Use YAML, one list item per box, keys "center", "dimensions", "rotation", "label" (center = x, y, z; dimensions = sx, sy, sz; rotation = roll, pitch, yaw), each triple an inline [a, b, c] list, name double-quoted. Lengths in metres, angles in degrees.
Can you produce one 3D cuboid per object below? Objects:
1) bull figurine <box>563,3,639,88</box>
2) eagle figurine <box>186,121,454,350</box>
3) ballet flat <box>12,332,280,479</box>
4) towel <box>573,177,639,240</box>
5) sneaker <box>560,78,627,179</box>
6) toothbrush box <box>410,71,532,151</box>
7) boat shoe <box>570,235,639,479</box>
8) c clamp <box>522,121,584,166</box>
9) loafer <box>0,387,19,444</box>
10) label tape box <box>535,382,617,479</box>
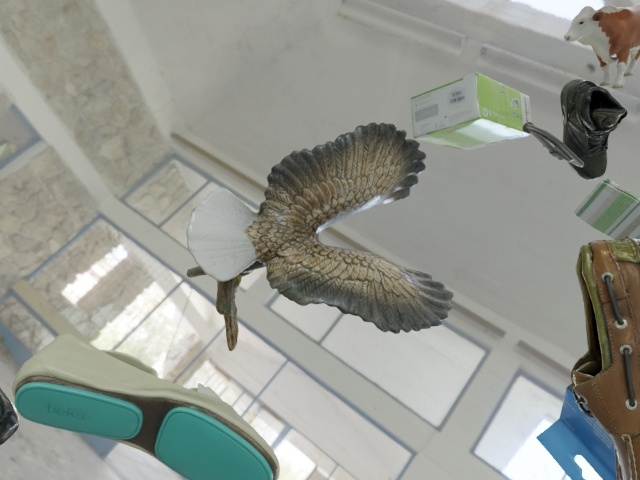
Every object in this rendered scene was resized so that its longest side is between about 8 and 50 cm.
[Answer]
- center: [0.705, -0.465, 1.175]
  dimensions: [0.101, 0.310, 0.188]
  rotation: [31, -42, 61]
  label: "bull figurine"
- center: [0.002, -0.005, 0.629]
  dimensions: [0.298, 0.225, 0.226]
  rotation: [-8, -54, 13]
  label: "eagle figurine"
- center: [-0.148, 0.156, 0.471]
  dimensions: [0.248, 0.086, 0.086]
  rotation: [27, -20, -10]
  label: "ballet flat"
- center: [0.599, -0.049, 1.000]
  dimensions: [0.152, 0.023, 0.113]
  rotation: [35, -32, 15]
  label: "towel"
- center: [0.579, -0.223, 1.069]
  dimensions: [0.130, 0.087, 0.227]
  rotation: [-98, 170, -67]
  label: "sneaker"
- center: [0.415, -0.338, 1.381]
  dimensions: [0.283, 0.122, 0.206]
  rotation: [3, -7, -42]
  label: "toothbrush box"
- center: [0.314, 0.150, 0.526]
  dimensions: [0.104, 0.307, 0.111]
  rotation: [1, -2, 14]
  label: "boat shoe"
- center: [0.449, -0.188, 0.991]
  dimensions: [0.160, 0.022, 0.137]
  rotation: [25, 20, -38]
  label: "c clamp"
- center: [-0.391, 0.134, 0.496]
  dimensions: [0.223, 0.076, 0.078]
  rotation: [23, -50, 19]
  label: "loafer"
- center: [0.613, 0.356, 0.968]
  dimensions: [0.106, 0.333, 0.240]
  rotation: [48, 4, -38]
  label: "label tape box"
